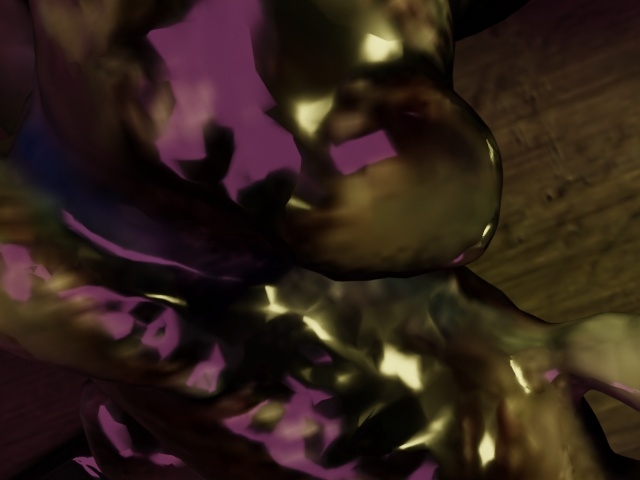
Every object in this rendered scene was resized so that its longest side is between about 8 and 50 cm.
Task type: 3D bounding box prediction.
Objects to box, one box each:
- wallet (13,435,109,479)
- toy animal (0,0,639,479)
[{"bbox_3d":[-0.074,0.206,0.657,0.124,0.025,0.244,-34,107,21],"label":"wallet"},{"bbox_3d":[0.000,0.000,0.460,0.303,0.194,0.344,-11,118,18],"label":"toy animal"}]
